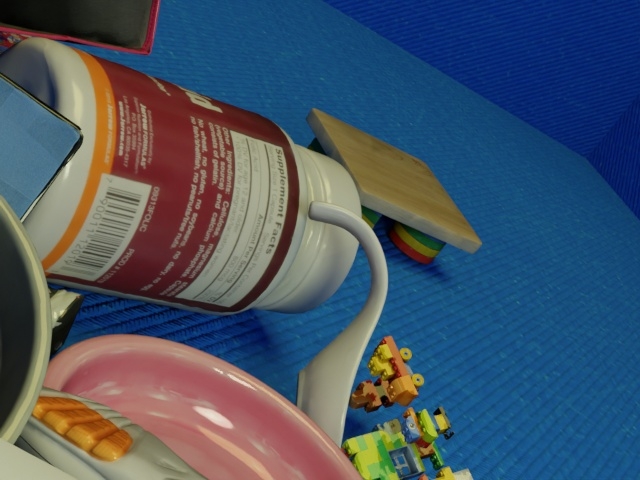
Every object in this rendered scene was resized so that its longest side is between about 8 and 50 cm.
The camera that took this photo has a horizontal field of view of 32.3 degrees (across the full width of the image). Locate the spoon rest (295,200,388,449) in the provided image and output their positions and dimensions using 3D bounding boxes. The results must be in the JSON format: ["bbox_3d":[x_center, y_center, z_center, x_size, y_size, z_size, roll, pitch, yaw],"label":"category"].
[{"bbox_3d":[0.020,0.102,1.080,0.084,0.276,0.137,3,-7,-2],"label":"spoon rest"}]

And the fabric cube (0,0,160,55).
[{"bbox_3d":[-0.328,-0.340,1.109,0.258,0.254,0.259,15,9,30],"label":"fabric cube"}]

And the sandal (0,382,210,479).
[{"bbox_3d":[-0.120,0.162,0.675,0.265,0.076,0.102,24,-2,34],"label":"sandal"}]

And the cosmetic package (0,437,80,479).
[{"bbox_3d":[-0.156,0.224,0.512,0.365,0.197,0.155,35,19,-29],"label":"cosmetic package"}]

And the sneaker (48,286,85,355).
[{"bbox_3d":[-0.269,0.078,0.933,0.077,0.072,0.178,24,12,2],"label":"sneaker"}]

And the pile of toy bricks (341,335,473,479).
[{"bbox_3d":[0.068,0.216,1.130,0.105,0.118,0.212,-11,62,-26],"label":"pile of toy bricks"}]

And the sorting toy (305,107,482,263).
[{"bbox_3d":[0.099,-0.073,1.796,0.257,0.089,0.255,23,24,-33],"label":"sorting toy"}]

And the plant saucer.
[{"bbox_3d":[-0.092,0.214,0.872,0.332,0.084,0.332,31,20,-13],"label":"plant saucer"}]

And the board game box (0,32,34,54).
[{"bbox_3d":[-0.469,-0.230,1.248,0.233,0.078,0.347,46,22,24],"label":"board game box"}]

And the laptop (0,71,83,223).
[{"bbox_3d":[-0.425,-0.037,0.671,0.382,0.236,0.408,34,20,-3],"label":"laptop"}]

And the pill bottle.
[{"bbox_3d":[-0.155,-0.045,1.135,0.392,0.224,0.224,16,29,-44],"label":"pill bottle"}]

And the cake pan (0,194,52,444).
[{"bbox_3d":[-0.305,0.047,0.630,0.293,0.054,0.293,14,53,-20],"label":"cake pan"}]
